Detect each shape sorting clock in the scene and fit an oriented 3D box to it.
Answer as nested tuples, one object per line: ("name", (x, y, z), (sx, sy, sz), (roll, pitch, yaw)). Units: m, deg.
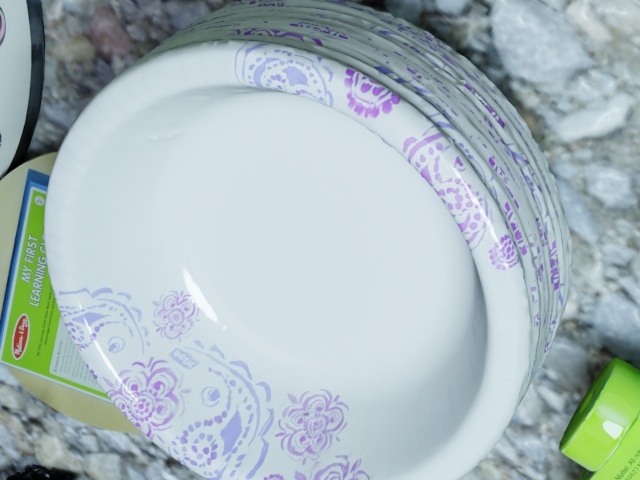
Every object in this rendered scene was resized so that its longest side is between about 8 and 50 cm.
("shape sorting clock", (-0.140, 0.035, 1.020), (0.206, 0.040, 0.206), (6, 116, 12))

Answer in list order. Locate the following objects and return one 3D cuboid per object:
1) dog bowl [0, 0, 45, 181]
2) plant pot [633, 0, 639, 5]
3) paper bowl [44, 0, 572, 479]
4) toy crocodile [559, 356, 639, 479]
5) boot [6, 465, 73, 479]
("dog bowl", (-0.387, -0.146, 0.974), (0.408, 0.150, 0.408), (12, 121, 20))
("plant pot", (0.181, -0.203, 0.639), (0.212, 0.212, 0.187), (36, 114, 3))
("paper bowl", (0.000, 0.000, 0.865), (0.284, 0.148, 0.284), (12, 122, 21))
("toy crocodile", (0.221, 0.065, 0.833), (0.115, 0.105, 0.340), (28, 130, 9))
("boot", (-0.184, 0.223, 1.149), (0.121, 0.045, 0.099), (6, 116, 24))
